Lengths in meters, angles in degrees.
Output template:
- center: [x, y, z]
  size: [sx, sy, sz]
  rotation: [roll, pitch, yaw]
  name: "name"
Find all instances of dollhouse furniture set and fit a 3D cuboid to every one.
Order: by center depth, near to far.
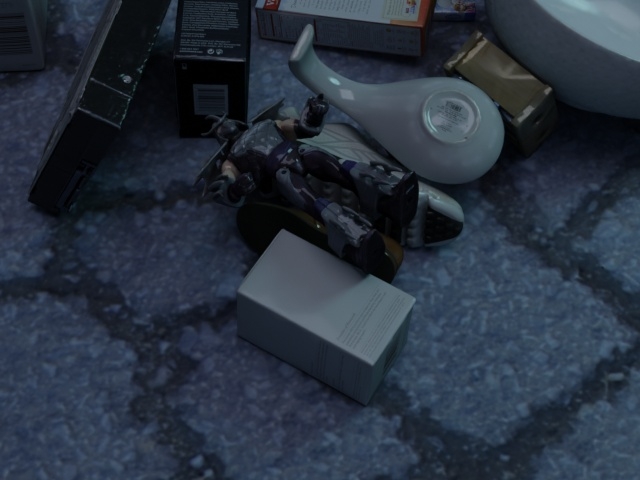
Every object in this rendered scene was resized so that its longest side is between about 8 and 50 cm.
- center: [0.191, -0.141, 1.628]
  size: [0.183, 0.129, 0.129]
  rotation: [-47, 69, -1]
  name: "dollhouse furniture set"

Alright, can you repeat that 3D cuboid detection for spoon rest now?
- center: [0.091, -0.164, 1.536]
  size: [0.276, 0.084, 0.137]
  rotation: [27, 72, -1]
  name: "spoon rest"

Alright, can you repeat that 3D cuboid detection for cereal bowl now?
- center: [0.361, -0.270, 1.662]
  size: [0.339, 0.141, 0.339]
  rotation: [13, 41, -12]
  name: "cereal bowl"

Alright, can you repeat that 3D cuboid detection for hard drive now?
- center: [-0.256, -0.222, 1.574]
  size: [0.064, 0.237, 0.339]
  rotation: [24, 58, -15]
  name: "hard drive"

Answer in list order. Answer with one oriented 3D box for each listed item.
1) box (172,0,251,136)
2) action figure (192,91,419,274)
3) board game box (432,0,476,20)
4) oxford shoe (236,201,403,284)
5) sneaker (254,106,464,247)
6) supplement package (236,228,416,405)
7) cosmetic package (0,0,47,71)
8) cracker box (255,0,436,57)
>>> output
- center: [-0.136, -0.240, 1.639]
  size: [0.093, 0.156, 0.158]
  rotation: [1, 57, -3]
  name: "box"
- center: [-0.025, -0.083, 1.466]
  size: [0.285, 0.099, 0.185]
  rotation: [31, 71, 26]
  name: "action figure"
- center: [0.171, -0.349, 1.803]
  size: [0.090, 0.020, 0.090]
  rotation: [-1, 57, -2]
  name: "board game box"
- center: [0.000, 0.000, 1.556]
  size: [0.212, 0.076, 0.076]
  rotation: [20, 29, 13]
  name: "oxford shoe"
- center: [0.048, -0.085, 1.585]
  size: [0.292, 0.110, 0.118]
  rotation: [23, 50, 11]
  name: "sneaker"
- center: [0.004, 0.087, 1.466]
  size: [0.179, 0.105, 0.105]
  rotation: [28, 60, 14]
  name: "supplement package"
- center: [-0.447, -0.339, 1.692]
  size: [0.151, 0.151, 0.183]
  rotation: [-3, 57, -4]
  name: "cosmetic package"
- center: [0.041, -0.340, 1.753]
  size: [0.232, 0.067, 0.155]
  rotation: [9, 58, 10]
  name: "cracker box"
